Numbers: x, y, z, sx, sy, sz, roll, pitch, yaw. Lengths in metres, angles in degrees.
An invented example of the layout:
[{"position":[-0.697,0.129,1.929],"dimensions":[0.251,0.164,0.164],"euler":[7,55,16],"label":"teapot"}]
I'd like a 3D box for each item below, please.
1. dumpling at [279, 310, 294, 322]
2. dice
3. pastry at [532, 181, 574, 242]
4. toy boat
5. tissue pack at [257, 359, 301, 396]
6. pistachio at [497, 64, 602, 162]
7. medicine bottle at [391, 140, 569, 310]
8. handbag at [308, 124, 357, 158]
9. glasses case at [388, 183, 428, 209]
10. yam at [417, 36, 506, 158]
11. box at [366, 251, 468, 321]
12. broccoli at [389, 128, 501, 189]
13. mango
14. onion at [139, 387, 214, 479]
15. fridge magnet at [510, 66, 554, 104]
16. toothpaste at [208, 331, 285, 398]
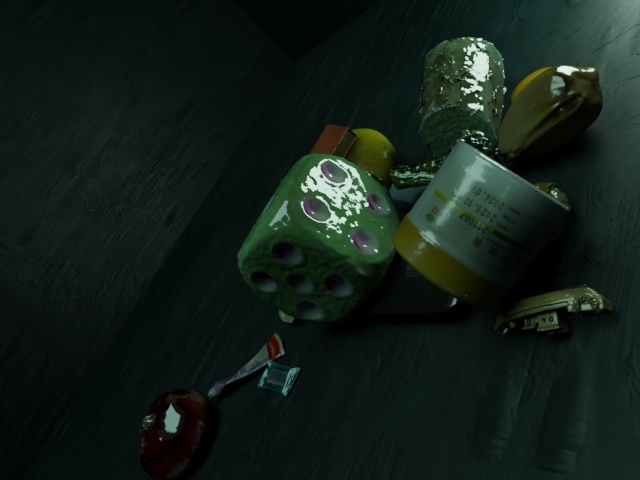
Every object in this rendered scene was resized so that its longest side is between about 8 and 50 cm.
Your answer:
[{"position":[-0.107,0.128,1.724],"dimensions":[0.243,0.175,0.227],"euler":[-54,-8,-42],"label":"dumpling"},{"position":[0.000,0.000,1.430],"dimensions":[0.318,0.330,0.322],"euler":[-47,16,46],"label":"dice"},{"position":[0.436,-0.050,1.139],"dimensions":[0.153,0.081,0.153],"euler":[-45,27,30],"label":"pastry"},{"position":[0.400,0.133,0.974],"dimensions":[0.206,0.064,0.072],"euler":[-27,52,46],"label":"toy boat"},{"position":[-0.111,0.375,1.519],"dimensions":[0.138,0.028,0.085],"euler":[-2,56,52],"label":"tissue pack"},{"position":[0.511,-0.286,1.269],"dimensions":[0.213,0.163,0.260],"euler":[-42,3,-36],"label":"pistachio"},{"position":[0.289,-0.028,1.028],"dimensions":[0.232,0.238,0.238],"euler":[-58,22,17],"label":"medicine bottle"},{"position":[0.019,-0.269,1.751],"dimensions":[0.190,0.063,0.127],"euler":[-58,35,-3],"label":"handbag"},{"position":[0.281,-0.131,1.522],"dimensions":[0.109,0.067,0.282],"euler":[-53,28,-8],"label":"glasses case"},{"position":[0.385,-0.383,1.519],"dimensions":[0.241,0.241,0.348],"euler":[-27,36,40],"label":"yam"},{"position":[0.254,0.059,1.299],"dimensions":[0.290,0.073,0.289],"euler":[-14,43,51],"label":"box"},{"position":[0.306,-0.194,1.358],"dimensions":[0.275,0.177,0.198],"euler":[24,87,44],"label":"broccoli"},{"position":[0.126,-0.229,1.777],"dimensions":[0.253,0.182,0.365],"euler":[-44,25,13],"label":"mango"},{"position":[-0.451,0.558,1.629],"dimensions":[0.272,0.195,0.272],"euler":[-29,40,28],"label":"onion"},{"position":[0.555,-0.382,1.425],"dimensions":[0.143,0.063,0.143],"euler":[-38,29,26],"label":"fridge magnet"},{"position":[-0.225,0.387,1.668],"dimensions":[0.301,0.048,0.075],"euler":[-39,23,17],"label":"toothpaste"}]
